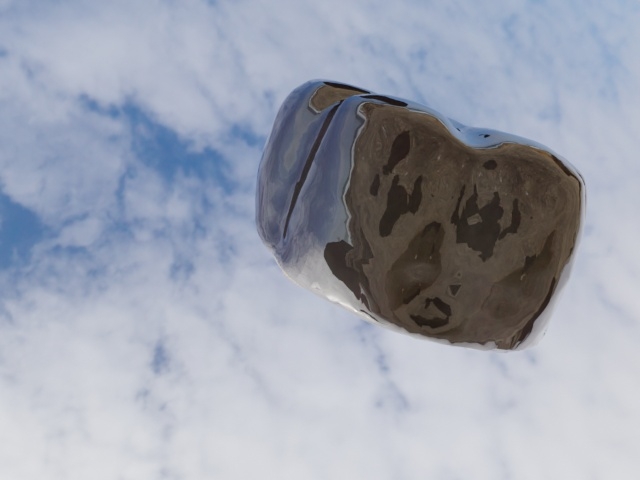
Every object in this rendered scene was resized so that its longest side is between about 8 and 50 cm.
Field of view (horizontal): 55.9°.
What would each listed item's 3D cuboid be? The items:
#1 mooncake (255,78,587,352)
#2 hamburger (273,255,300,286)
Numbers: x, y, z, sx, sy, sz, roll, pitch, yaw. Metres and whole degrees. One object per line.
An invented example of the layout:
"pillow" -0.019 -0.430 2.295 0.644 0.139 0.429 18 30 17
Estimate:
"mooncake" 0.072 -0.026 0.439 0.245 0.245 0.133 10 -76 -30
"hamburger" 0.000 0.000 0.841 0.138 0.147 0.083 -38 -133 -6
